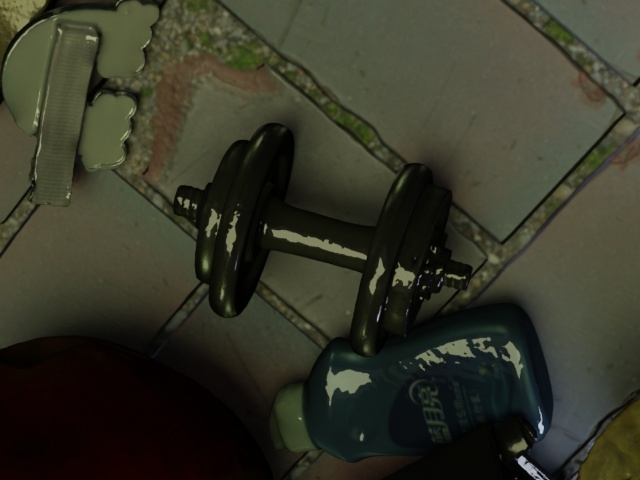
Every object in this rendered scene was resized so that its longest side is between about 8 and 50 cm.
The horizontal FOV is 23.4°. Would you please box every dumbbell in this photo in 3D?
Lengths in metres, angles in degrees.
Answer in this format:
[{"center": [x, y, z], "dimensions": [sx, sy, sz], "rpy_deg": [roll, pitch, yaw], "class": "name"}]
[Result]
[{"center": [0.000, 0.000, 1.452], "dimensions": [0.290, 0.192, 0.192], "rpy_deg": [16, 110, 8], "class": "dumbbell"}]

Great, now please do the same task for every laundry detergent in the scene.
[{"center": [0.078, 0.154, 1.531], "dimensions": [0.290, 0.094, 0.143], "rpy_deg": [-13, 117, 17], "class": "laundry detergent"}]

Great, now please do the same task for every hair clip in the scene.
[{"center": [-0.245, -0.143, 1.514], "dimensions": [0.140, 0.054, 0.220], "rpy_deg": [8, 112, -17], "class": "hair clip"}]

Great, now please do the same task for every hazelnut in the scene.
[{"center": [-0.224, 0.307, 1.524], "dimensions": [0.402, 0.402, 0.429], "rpy_deg": [10, 111, 10], "class": "hazelnut"}]

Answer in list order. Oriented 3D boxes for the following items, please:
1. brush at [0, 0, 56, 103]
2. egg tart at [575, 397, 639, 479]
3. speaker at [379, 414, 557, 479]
[{"center": [-0.337, -0.229, 1.529], "dimensions": [0.123, 0.059, 0.197], "rpy_deg": [34, 113, -2], "class": "brush"}, {"center": [0.329, 0.269, 1.353], "dimensions": [0.115, 0.290, 0.290], "rpy_deg": [14, 116, 51], "class": "egg tart"}, {"center": [0.151, 0.329, 1.486], "dimensions": [0.254, 0.184, 0.232], "rpy_deg": [-33, 128, 21], "class": "speaker"}]
